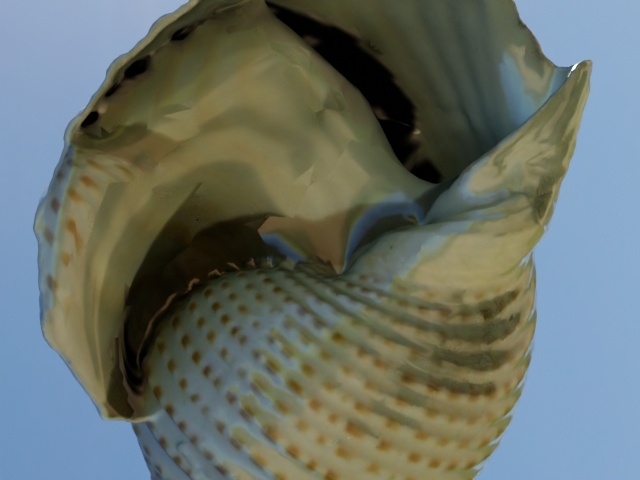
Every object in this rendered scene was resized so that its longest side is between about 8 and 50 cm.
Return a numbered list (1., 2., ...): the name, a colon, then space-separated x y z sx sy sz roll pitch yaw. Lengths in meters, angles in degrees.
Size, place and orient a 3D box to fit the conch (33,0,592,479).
1. conch: -0.006 0.003 0.995 0.303 0.215 0.319 41 -101 -10
